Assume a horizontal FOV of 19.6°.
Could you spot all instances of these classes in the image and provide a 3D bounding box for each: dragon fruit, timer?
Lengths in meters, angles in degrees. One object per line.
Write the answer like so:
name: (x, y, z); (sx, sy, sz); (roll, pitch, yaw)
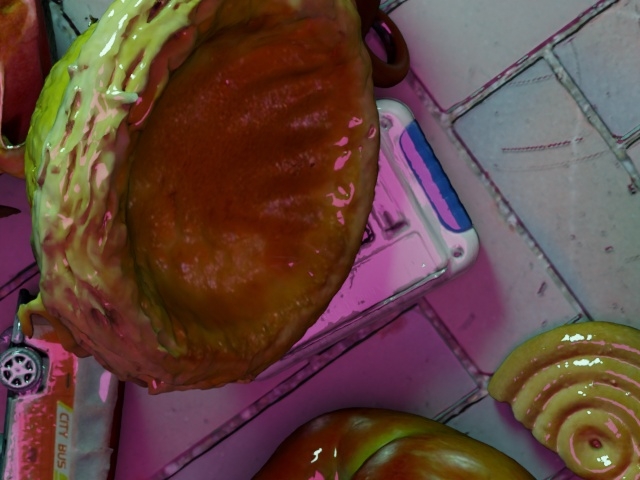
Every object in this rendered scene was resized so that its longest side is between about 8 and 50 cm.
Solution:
dragon fruit: (-0.305, -0.161, 1.551); (0.189, 0.290, 0.290); (0, 98, -2)
timer: (0.000, 0.000, 1.653); (0.253, 0.078, 0.178); (-29, 96, 7)

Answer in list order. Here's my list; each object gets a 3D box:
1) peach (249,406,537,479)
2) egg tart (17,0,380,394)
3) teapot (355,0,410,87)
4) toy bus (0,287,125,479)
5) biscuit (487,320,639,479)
peach: (0.074, 0.341, 1.568); (0.335, 0.310, 0.406); (-24, 88, 14)
egg tart: (-0.106, -0.063, 1.475); (0.169, 0.388, 0.388); (21, 101, 37)
teapot: (-0.014, -0.228, 1.602); (0.252, 0.135, 0.178); (37, 138, -23)
toy bus: (-0.242, 0.180, 1.674); (0.120, 0.121, 0.265); (7, 98, -7)
biscuit: (0.273, 0.154, 1.664); (0.224, 0.033, 0.144); (39, 104, 6)
